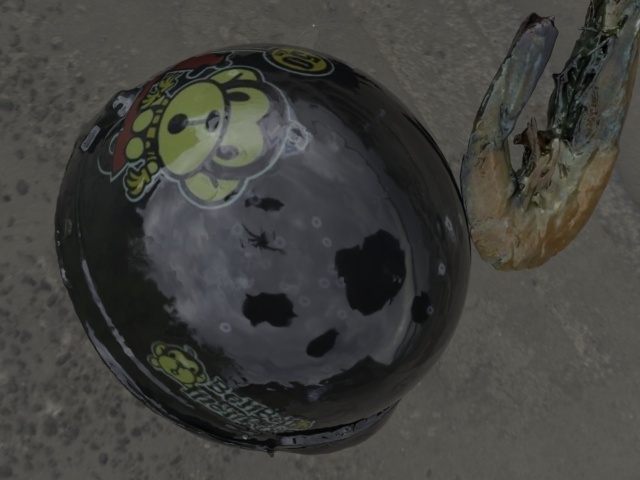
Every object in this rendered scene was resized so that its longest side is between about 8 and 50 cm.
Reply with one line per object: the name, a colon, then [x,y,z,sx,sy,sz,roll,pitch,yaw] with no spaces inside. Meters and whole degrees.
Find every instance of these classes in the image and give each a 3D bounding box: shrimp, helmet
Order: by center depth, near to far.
helmet: [0.000,0.000,0.447,0.279,0.230,0.160,36,142,-22]
shrimp: [0.273,-0.175,0.880,0.272,0.085,0.445,7,105,-42]
